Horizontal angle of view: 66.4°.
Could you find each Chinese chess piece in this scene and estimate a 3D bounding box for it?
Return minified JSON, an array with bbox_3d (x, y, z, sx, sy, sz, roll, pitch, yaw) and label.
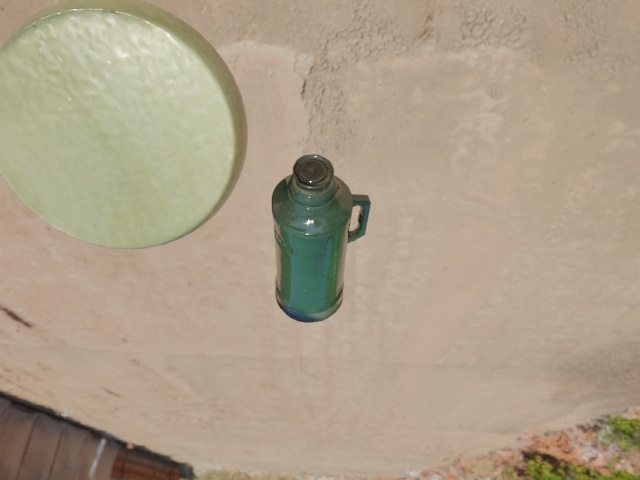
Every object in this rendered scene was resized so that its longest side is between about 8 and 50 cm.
[{"bbox_3d":[-0.201,-0.114,0.506,0.250,0.101,0.251,-2,116,-5],"label":"Chinese chess piece"}]

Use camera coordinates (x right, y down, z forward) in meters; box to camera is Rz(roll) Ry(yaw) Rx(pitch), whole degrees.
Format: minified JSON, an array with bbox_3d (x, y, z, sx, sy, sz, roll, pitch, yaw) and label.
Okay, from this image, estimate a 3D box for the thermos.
[{"bbox_3d":[-0.004,0.003,0.444,0.083,0.073,0.188,12,145,6],"label":"thermos"}]
